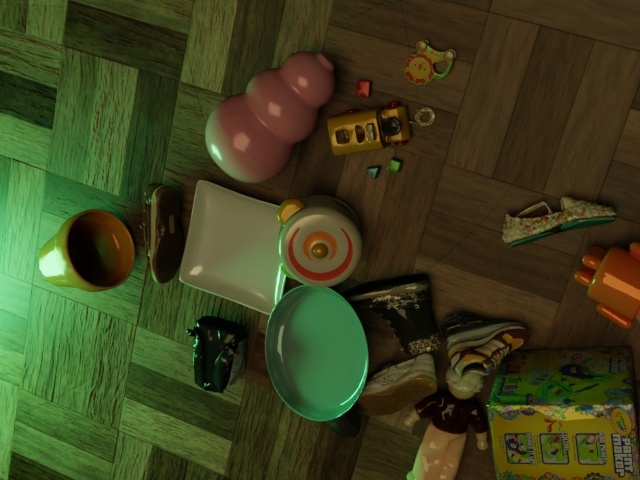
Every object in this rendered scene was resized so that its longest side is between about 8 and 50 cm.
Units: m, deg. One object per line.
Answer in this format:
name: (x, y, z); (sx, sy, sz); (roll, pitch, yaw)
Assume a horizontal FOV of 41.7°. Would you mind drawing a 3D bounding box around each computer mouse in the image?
computer mouse: (-0.005, 0.358, 2.034); (0.184, 0.060, 0.262); (-10, 96, 45)

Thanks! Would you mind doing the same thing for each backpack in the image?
backpack: (-0.251, 0.290, 2.114); (0.152, 0.115, 0.182); (16, 111, 27)

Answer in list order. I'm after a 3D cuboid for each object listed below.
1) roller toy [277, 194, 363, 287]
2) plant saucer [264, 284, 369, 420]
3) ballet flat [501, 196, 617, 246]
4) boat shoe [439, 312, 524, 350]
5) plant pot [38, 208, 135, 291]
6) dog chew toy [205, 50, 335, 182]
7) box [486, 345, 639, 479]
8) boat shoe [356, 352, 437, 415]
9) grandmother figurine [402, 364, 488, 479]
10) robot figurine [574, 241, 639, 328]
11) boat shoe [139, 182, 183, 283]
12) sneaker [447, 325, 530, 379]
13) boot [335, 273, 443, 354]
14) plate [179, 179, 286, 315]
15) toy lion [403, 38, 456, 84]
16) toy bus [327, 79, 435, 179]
roller toy: (0.000, 0.000, 1.902); (0.191, 0.146, 0.209); (-1, 109, 1)
plant saucer: (-0.003, 0.259, 1.967); (0.317, 0.043, 0.318); (2, 93, 40)
ballet flat: (0.496, -0.050, 1.774); (0.241, 0.091, 0.077); (-15, 77, 19)
boat shoe: (0.363, 0.195, 1.898); (0.183, 0.083, 0.065); (-9, 130, -5)
plant pot: (-0.611, 0.040, 2.139); (0.188, 0.205, 0.205); (-16, 99, 38)
dog chew toy: (-0.099, -0.283, 1.860); (0.332, 0.206, 0.206); (-43, 88, 17)
box: (0.517, 0.357, 1.763); (0.279, 0.290, 0.177); (-5, 103, 22)
boat shoe: (0.173, 0.339, 1.993); (0.098, 0.096, 0.277); (35, 137, -26)
grandmother figurine: (0.297, 0.431, 1.973); (0.207, 0.104, 0.342); (12, 108, -13)
robot figurine: (0.638, 0.092, 1.724); (0.219, 0.128, 0.158); (30, 86, 20)
boat shoe: (-0.404, -0.022, 2.106); (0.095, 0.095, 0.258); (23, 114, 38)
sneaker: (0.376, 0.251, 1.835); (0.185, 0.084, 0.070); (-21, 130, 5)
boot: (0.160, 0.183, 1.955); (0.236, 0.085, 0.179); (-13, 103, 24)
plate: (-0.195, 0.015, 2.054); (0.278, 0.045, 0.277); (19, 109, 14)
toy lion: (0.231, -0.376, 1.803); (0.100, 0.034, 0.096); (23, 118, 12)
toy bus: (0.116, -0.242, 1.839); (0.191, 0.104, 0.202); (36, 114, 7)
